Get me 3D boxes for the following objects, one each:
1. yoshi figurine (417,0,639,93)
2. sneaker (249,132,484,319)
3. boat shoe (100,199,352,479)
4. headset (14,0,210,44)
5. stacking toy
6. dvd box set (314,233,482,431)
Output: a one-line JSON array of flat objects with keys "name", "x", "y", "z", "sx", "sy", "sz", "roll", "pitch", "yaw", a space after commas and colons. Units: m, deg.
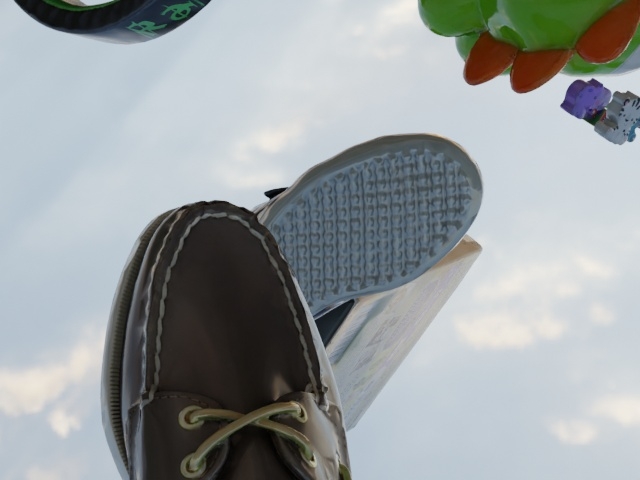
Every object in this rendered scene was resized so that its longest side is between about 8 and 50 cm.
[{"name": "yoshi figurine", "x": 0.202, "y": -0.192, "z": 0.721, "sx": 0.362, "sy": 0.203, "sz": 0.203, "roll": -12, "pitch": -169, "yaw": 46}, {"name": "sneaker", "x": 0.000, "y": 0.000, "z": 1.238, "sx": 0.321, "sy": 0.126, "sz": 0.127, "roll": -32, "pitch": -169, "yaw": 21}, {"name": "boat shoe", "x": -0.034, "y": 0.126, "z": 0.649, "sx": 0.116, "sy": 0.097, "sz": 0.324, "roll": 2, "pitch": -109, "yaw": -17}, {"name": "headset", "x": -0.188, "y": -0.316, "z": 0.986, "sx": 0.185, "sy": 0.243, "sz": 0.394, "roll": 7, "pitch": -136, "yaw": -51}, {"name": "stacking toy", "x": 0.301, "y": -0.140, "z": 1.509, "sx": 0.221, "sy": 0.052, "sz": 0.167, "roll": 17, "pitch": -162, "yaw": -47}, {"name": "dvd box set", "x": 0.017, "y": 0.134, "z": 1.626, "sx": 0.062, "sy": 0.307, "sz": 0.420, "roll": 39, "pitch": -160, "yaw": 14}]
